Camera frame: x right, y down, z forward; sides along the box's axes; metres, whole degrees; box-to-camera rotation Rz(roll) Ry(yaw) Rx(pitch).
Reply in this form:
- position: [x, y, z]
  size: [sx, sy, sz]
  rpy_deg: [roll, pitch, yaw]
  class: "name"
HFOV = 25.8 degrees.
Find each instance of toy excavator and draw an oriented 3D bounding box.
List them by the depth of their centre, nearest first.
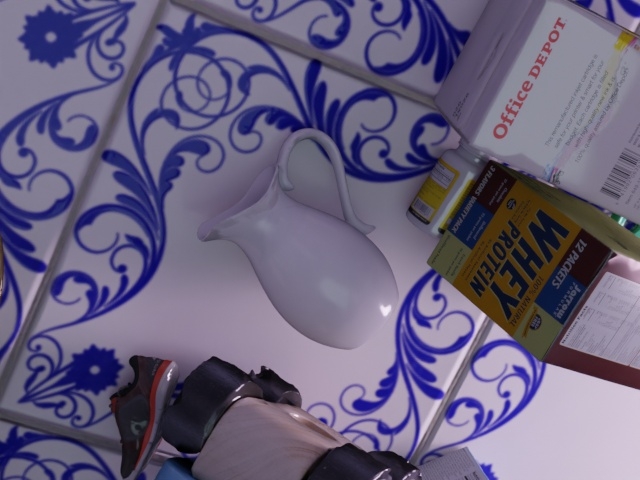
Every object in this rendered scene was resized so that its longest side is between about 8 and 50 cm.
- position: [-0.092, 0.381, 1.530]
  size: [0.222, 0.433, 0.445]
  rpy_deg: [32, 90, 20]
  class: "toy excavator"

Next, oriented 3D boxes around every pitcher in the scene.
- position: [0.000, 0.000, 1.493]
  size: [0.207, 0.125, 0.178]
  rpy_deg: [43, 81, -15]
  class: "pitcher"

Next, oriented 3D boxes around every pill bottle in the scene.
- position: [0.149, -0.060, 1.527]
  size: [0.065, 0.065, 0.116]
  rpy_deg: [26, 104, -23]
  class: "pill bottle"

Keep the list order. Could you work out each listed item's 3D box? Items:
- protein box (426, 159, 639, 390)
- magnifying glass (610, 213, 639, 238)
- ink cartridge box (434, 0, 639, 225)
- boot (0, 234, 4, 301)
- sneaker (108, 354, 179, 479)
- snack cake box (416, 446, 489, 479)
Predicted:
- position: [0.266, 0.040, 1.495]
  size: [0.201, 0.200, 0.136]
  rpy_deg: [19, 107, -43]
  class: "protein box"
- position: [0.360, -0.028, 1.619]
  size: [0.092, 0.026, 0.231]
  rpy_deg: [-9, 114, -11]
  class: "magnifying glass"
- position: [0.269, -0.148, 1.452]
  size: [0.233, 0.168, 0.171]
  rpy_deg: [24, 103, -16]
  class: "ink cartridge box"
- position: [-0.420, 0.075, 1.429]
  size: [0.165, 0.077, 0.213]
  rpy_deg: [15, 111, -18]
  class: "boot"
- position: [-0.205, 0.194, 1.557]
  size: [0.065, 0.061, 0.158]
  rpy_deg: [20, 107, 7]
  class: "sneaker"
- position: [0.154, 0.362, 1.596]
  size: [0.152, 0.264, 0.089]
  rpy_deg: [-21, 117, -5]
  class: "snack cake box"
